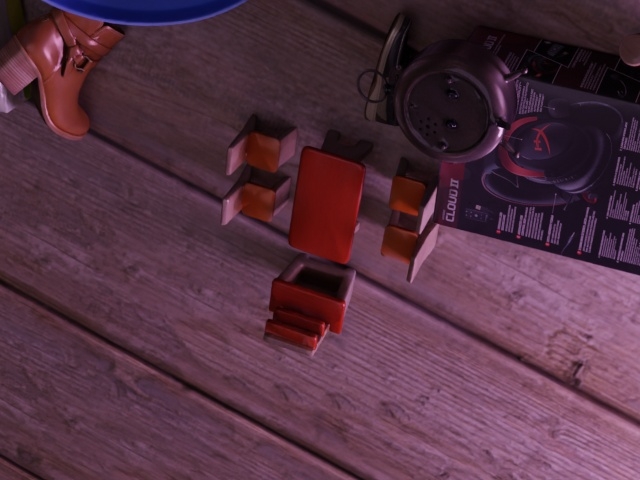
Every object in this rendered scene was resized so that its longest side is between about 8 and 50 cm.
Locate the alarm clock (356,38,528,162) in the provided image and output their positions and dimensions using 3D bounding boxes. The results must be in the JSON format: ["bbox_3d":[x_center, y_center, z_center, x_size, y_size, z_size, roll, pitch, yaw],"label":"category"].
[{"bbox_3d":[0.126,-0.152,1.678,0.192,0.064,0.129,14,123,21],"label":"alarm clock"}]

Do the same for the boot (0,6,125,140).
[{"bbox_3d":[-0.307,-0.217,1.952,0.152,0.073,0.197,-38,147,5],"label":"boot"}]

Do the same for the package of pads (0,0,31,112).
[{"bbox_3d":[-0.500,-0.311,1.959,0.229,0.101,0.297,7,123,19],"label":"package of pads"}]

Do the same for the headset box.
[{"bbox_3d":[0.261,-0.106,1.751,0.293,0.110,0.218,14,125,15],"label":"headset box"}]

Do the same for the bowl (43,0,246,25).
[{"bbox_3d":[-0.201,-0.402,1.689,0.391,0.077,0.391,0,140,0],"label":"bowl"}]

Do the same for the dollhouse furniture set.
[{"bbox_3d":[0.000,0.000,1.920,0.262,0.135,0.259,18,126,13],"label":"dollhouse furniture set"}]

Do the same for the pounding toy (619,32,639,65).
[{"bbox_3d":[0.422,-0.203,1.610,0.206,0.094,0.181,6,106,21],"label":"pounding toy"}]

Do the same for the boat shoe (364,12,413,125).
[{"bbox_3d":[0.090,-0.198,1.807,0.049,0.056,0.152,19,137,5],"label":"boat shoe"}]
